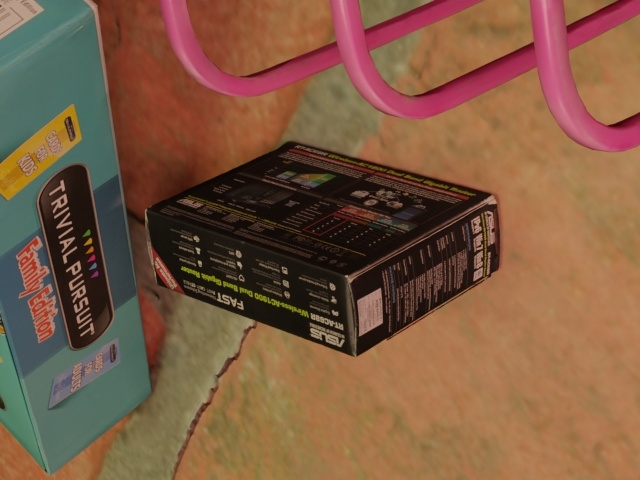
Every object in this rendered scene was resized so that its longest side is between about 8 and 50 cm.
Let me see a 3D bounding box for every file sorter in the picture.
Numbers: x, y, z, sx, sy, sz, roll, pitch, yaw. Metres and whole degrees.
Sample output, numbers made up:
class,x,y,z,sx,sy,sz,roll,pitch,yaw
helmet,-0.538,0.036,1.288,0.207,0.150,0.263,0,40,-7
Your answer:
class,x,y,z,sx,sy,sz,roll,pitch,yaw
file sorter,0.108,-0.128,0.421,0.290,0.202,0.182,12,121,43

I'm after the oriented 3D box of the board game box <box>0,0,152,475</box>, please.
class,x,y,z,sx,sy,sz,roll,pitch,yaw
board game box,-0.200,-0.061,0.807,0.254,0.079,0.336,43,157,21

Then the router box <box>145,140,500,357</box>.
class,x,y,z,sx,sy,sz,roll,pitch,yaw
router box,0.000,0.000,0.696,0.122,0.092,0.038,18,124,41
